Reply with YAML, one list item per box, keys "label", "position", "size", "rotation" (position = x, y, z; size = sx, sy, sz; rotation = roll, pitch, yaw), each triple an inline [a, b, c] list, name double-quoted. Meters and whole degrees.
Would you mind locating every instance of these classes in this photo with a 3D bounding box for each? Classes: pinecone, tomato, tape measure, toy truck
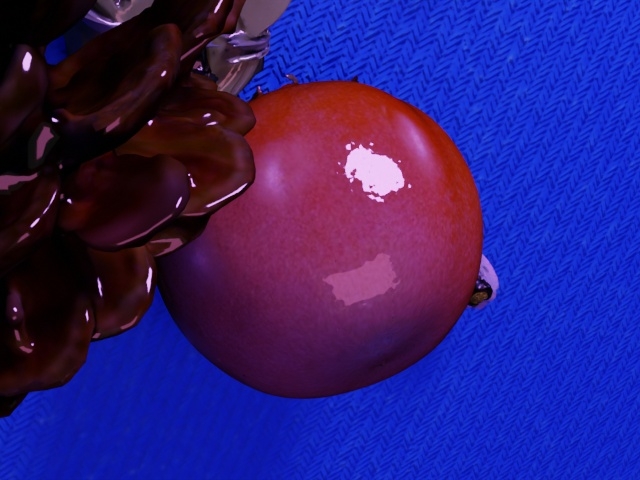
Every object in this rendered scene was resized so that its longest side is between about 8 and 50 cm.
- label: "pinecone"
  position: [-0.229, -0.096, 0.773]
  size: [0.398, 0.398, 0.397]
  rotation: [-18, 125, -28]
- label: "tomato"
  position: [0.000, 0.000, 1.104]
  size: [0.256, 0.224, 0.256]
  rotation: [-23, 155, -11]
- label: "tape measure"
  position: [-0.106, -0.152, 1.033]
  size: [0.178, 0.087, 0.154]
  rotation: [-13, 128, -28]
- label: "toy truck"
  position: [0.106, 0.038, 1.316]
  size: [0.111, 0.076, 0.077]
  rotation: [12, 132, -38]
